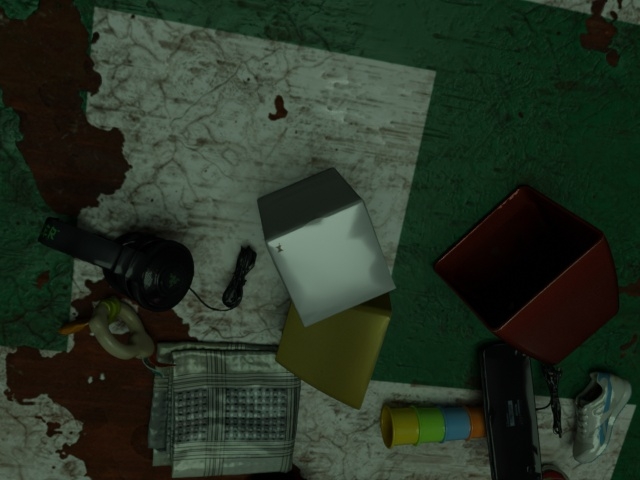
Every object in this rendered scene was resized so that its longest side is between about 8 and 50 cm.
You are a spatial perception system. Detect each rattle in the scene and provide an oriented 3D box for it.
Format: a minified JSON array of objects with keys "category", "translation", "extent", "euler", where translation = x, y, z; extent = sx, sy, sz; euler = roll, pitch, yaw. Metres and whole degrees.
[{"category":"rattle","translation":[-0.409,0.223,1.294],"extent":[0.143,0.130,0.199],"euler":[-37,117,3]}]

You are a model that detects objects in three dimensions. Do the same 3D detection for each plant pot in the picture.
[{"category":"plant pot","translation":[0.443,0.091,1.315],"extent":[0.267,0.267,0.236],"euler":[-43,120,6]},{"category":"plant pot","translation":[0.020,0.179,1.303],"extent":[0.187,0.212,0.212],"euler":[17,104,-1]}]

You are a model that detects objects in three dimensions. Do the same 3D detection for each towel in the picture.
[{"category":"towel","translation":[-0.207,0.371,1.397],"extent":[0.324,0.056,0.312],"euler":[4,106,-9]}]

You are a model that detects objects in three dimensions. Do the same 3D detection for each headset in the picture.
[{"category":"headset","translation":[-0.310,0.028,1.201],"extent":[0.394,0.243,0.185],"euler":[27,82,-30]}]

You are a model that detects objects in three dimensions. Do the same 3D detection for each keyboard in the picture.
[{"category":"keyboard","translation":[0.463,0.385,1.460],"extent":[0.201,0.033,0.317],"euler":[-4,87,-11]}]

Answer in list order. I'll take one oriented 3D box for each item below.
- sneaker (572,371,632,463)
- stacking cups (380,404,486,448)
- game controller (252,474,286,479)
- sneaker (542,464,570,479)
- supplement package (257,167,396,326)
[{"category":"sneaker","translation":[0.644,0.418,1.529],"extent":[0.092,0.087,0.228],"euler":[20,96,-7]},{"category":"stacking cups","translation":[0.300,0.413,1.474],"extent":[0.316,0.096,0.096],"euler":[-2,107,-13]},{"category":"game controller","translation":[-0.091,0.682,1.476],"extent":[0.166,0.067,0.319],"euler":[8,109,10]},{"category":"sneaker","translation":[0.495,0.665,1.558],"extent":[0.107,0.118,0.279],"euler":[39,97,-16]},{"category":"supplement package","translation":[0.000,0.000,1.188],"extent":[0.177,0.293,0.175],"euler":[-23,109,0]}]
